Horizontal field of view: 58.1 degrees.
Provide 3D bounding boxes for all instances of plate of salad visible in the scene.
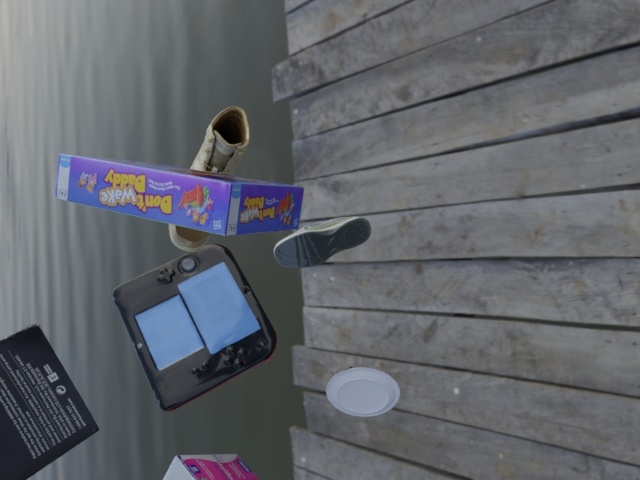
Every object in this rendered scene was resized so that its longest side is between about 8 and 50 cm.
[{"bbox_3d":[0.115,0.406,1.562,0.200,0.199,0.048,-57,14,33],"label":"plate of salad"}]

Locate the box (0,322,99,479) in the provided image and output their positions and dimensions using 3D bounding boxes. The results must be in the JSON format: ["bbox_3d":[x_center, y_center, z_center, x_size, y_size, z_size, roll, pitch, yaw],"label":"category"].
[{"bbox_3d":[-0.537,0.304,0.771,0.343,0.312,0.179,-33,87,38],"label":"box"}]

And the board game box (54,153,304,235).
[{"bbox_3d":[-0.236,-0.081,0.988,0.346,0.233,0.078,12,98,25],"label":"board game box"}]

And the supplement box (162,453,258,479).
[{"bbox_3d":[-0.285,0.629,1.479,0.111,0.220,0.114,30,93,39],"label":"supplement box"}]

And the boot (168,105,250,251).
[{"bbox_3d":[-0.219,-0.124,1.152,0.203,0.095,0.262,-48,22,51],"label":"boot"}]

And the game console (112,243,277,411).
[{"bbox_3d":[-0.332,0.212,1.533,0.387,0.341,0.060,57,160,26],"label":"game console"}]

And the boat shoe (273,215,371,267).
[{"bbox_3d":[0.001,-0.003,1.822,0.103,0.320,0.118,-146,36,-66],"label":"boat shoe"}]
